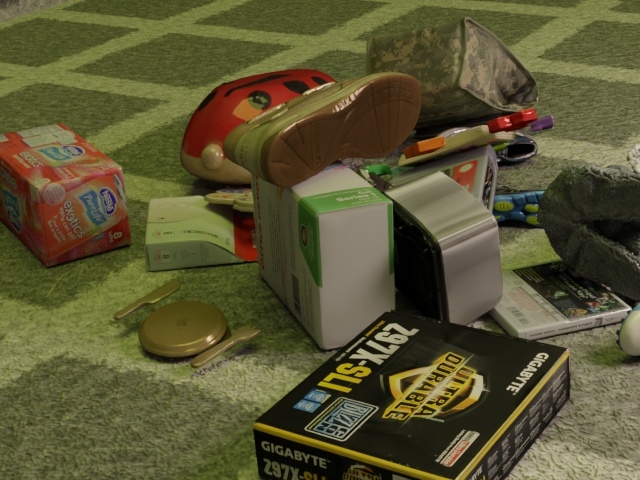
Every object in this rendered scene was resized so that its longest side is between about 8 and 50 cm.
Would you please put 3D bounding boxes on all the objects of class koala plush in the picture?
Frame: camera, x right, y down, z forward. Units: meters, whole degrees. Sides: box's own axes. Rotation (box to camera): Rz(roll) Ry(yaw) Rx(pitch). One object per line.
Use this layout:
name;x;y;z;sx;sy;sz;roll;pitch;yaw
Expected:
koala plush;0.443;-0.046;1.828;0.203;0.196;0.221;18;24;27

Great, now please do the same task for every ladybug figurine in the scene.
ladybug figurine;-0.086;-0.214;2.278;0.305;0.162;0.449;2;16;24

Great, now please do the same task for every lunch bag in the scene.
lunch bag;0.253;-0.291;2.396;0.235;0.169;0.287;-5;-16;39

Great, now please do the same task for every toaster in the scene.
toaster;0.159;0.006;1.738;0.110;0.186;0.168;-24;38;-18

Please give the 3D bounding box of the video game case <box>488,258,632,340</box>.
video game case;0.316;0.082;1.777;0.173;0.022;0.190;-10;24;-14

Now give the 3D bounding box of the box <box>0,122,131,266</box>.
box;-0.448;-0.085;2.114;0.154;0.142;0.300;-16;27;-27

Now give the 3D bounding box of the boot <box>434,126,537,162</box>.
boot;0.298;-0.171;2.297;0.190;0.069;0.086;-11;19;-18

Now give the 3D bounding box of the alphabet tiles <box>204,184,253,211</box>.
alphabet tiles;-0.040;-0.076;2.108;0.277;0.021;0.284;4;12;14

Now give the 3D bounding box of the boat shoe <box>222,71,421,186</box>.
boat shoe;0.011;-0.172;1.774;0.110;0.122;0.341;20;29;38

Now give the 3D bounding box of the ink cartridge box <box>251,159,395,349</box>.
ink cartridge box;0.000;0.000;1.781;0.117;0.201;0.278;-11;24;-18

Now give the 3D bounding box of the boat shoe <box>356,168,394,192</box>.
boat shoe;0.086;-0.048;1.896;0.068;0.081;0.228;18;21;-9

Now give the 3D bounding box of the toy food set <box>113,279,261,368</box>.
toy food set;-0.185;0.127;1.735;0.132;0.039;0.192;-30;39;-33

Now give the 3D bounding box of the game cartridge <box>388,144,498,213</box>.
game cartridge;0.180;-0.059;2.009;0.196;0.060;0.294;-21;19;19

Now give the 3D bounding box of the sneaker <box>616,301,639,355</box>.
sneaker;0.496;0.104;1.619;0.237;0.085;0.086;-10;20;-12

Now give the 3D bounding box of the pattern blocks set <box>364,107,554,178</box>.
pattern blocks set;0.234;-0.161;2.121;0.324;0.026;0.285;-17;-6;22

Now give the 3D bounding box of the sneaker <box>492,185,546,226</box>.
sneaker;0.323;-0.063;2.050;0.188;0.067;0.078;0;30;14

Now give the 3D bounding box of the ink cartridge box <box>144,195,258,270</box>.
ink cartridge box;-0.166;-0.020;2.040;0.232;0.066;0.189;-8;24;-2

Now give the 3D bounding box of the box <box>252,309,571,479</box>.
box;0.114;0.199;1.468;0.257;0.079;0.322;10;27;32
